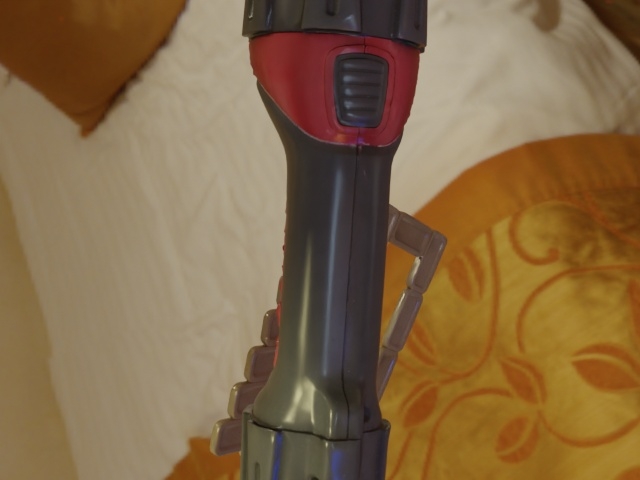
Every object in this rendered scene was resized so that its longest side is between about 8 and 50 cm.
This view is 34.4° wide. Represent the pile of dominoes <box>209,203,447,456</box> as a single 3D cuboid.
[{"bbox_3d":[0.003,0.079,0.888,0.040,0.196,0.251,20,85,39],"label":"pile of dominoes"}]

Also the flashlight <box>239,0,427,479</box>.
[{"bbox_3d":[0.000,0.000,0.561,0.103,0.103,0.304,6,95,29],"label":"flashlight"}]
